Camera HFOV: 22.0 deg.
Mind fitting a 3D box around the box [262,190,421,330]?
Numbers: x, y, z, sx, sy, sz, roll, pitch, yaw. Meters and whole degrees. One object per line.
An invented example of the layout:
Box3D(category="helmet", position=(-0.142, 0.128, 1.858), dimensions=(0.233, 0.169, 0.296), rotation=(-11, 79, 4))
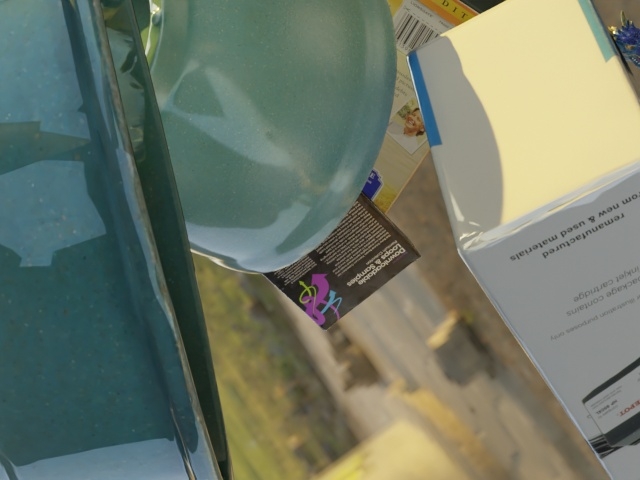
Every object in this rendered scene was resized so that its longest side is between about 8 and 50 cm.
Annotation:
Box3D(category="box", position=(0.000, 0.000, 1.464), dimensions=(0.162, 0.116, 0.029), rotation=(45, -168, -38))

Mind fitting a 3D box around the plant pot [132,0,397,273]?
Box3D(category="plant pot", position=(-0.106, -0.134, 1.380), dimensions=(0.196, 0.293, 0.293), rotation=(15, -161, -38))

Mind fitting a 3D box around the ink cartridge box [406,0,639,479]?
Box3D(category="ink cartridge box", position=(0.245, 0.023, 1.342), dimensions=(0.395, 0.166, 0.285), rotation=(54, -164, -35))

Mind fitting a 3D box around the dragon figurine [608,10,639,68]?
Box3D(category="dragon figurine", position=(0.232, -0.213, 1.719), dimensions=(0.289, 0.085, 0.144), rotation=(46, 144, 36))

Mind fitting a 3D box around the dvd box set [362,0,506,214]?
Box3D(category="dvd box set", position=(-0.012, -0.174, 1.773), dimensions=(0.307, 0.062, 0.420), rotation=(34, 132, 2))

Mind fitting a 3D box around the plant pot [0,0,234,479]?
Box3D(category="plant pot", position=(-0.237, -0.007, 0.757), dimensions=(0.341, 0.334, 0.341), rotation=(168, 90, -87))
